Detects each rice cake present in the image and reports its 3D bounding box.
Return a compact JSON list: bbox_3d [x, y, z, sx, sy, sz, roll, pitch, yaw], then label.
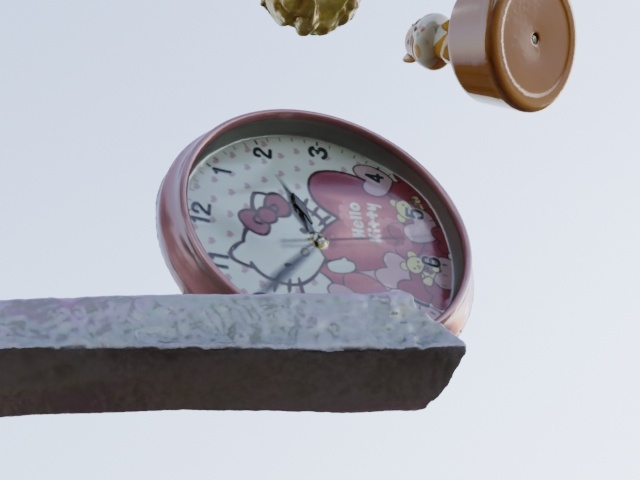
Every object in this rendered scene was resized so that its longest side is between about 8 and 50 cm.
[{"bbox_3d":[-0.096,0.068,0.852,0.364,0.056,0.073,-1,-49,-11],"label":"rice cake"}]

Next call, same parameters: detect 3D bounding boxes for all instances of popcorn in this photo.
[{"bbox_3d":[-0.008,-0.164,0.834,0.084,0.084,0.084,-6,-35,-5],"label":"popcorn"}]

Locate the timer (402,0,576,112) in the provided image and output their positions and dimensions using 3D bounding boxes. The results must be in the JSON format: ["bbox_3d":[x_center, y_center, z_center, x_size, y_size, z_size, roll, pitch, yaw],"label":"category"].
[{"bbox_3d":[0.138,-0.184,1.314,0.152,0.132,0.132,6,-18,44],"label":"timer"}]

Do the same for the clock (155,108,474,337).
[{"bbox_3d":[0.000,0.001,1.036,0.244,0.244,0.056,6,-41,-21],"label":"clock"}]
